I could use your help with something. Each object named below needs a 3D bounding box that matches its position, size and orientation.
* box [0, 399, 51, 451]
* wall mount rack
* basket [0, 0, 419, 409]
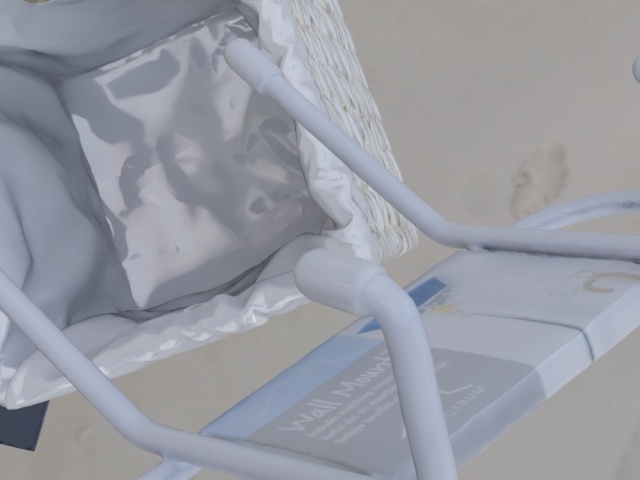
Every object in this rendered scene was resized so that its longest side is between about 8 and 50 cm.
[{"bbox_3d":[-0.329,0.100,1.452,0.103,0.261,0.184,13,99,-9],"label":"box"},{"bbox_3d":[0.000,0.000,0.557,0.350,0.304,0.130,-31,114,-37],"label":"wall mount rack"},{"bbox_3d":[-0.122,-0.074,1.056,0.331,0.328,0.266,70,17,5],"label":"basket"}]
